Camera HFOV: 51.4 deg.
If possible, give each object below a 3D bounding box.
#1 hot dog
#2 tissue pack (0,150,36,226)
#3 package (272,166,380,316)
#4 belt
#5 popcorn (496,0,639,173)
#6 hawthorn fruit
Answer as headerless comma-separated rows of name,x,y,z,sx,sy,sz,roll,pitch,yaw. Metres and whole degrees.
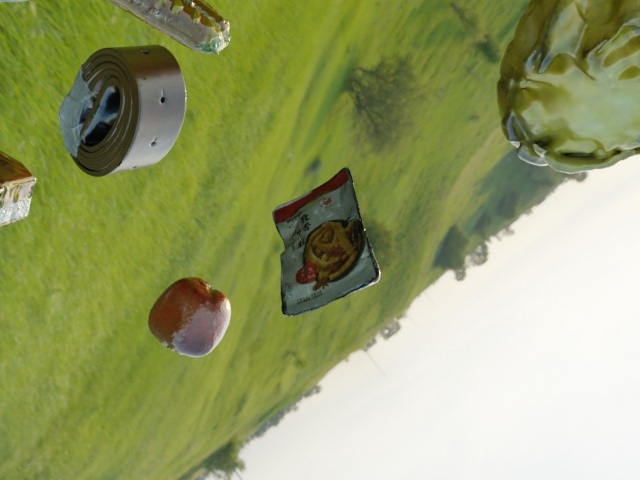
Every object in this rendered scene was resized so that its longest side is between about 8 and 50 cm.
hot dog,-0.264,-0.391,1.067,0.072,0.269,0.115,-51,-150,25
tissue pack,-0.482,-0.067,0.774,0.092,0.183,0.226,-63,169,25
package,0.000,0.000,1.011,0.154,0.239,0.030,-27,132,15
belt,-0.404,-0.255,1.335,0.122,0.217,0.339,-21,172,-44
popcorn,0.324,-0.198,0.771,0.190,0.250,0.250,-36,172,-45
hawthorn fruit,-0.196,0.116,1.010,0.128,0.128,0.128,-38,171,-7
